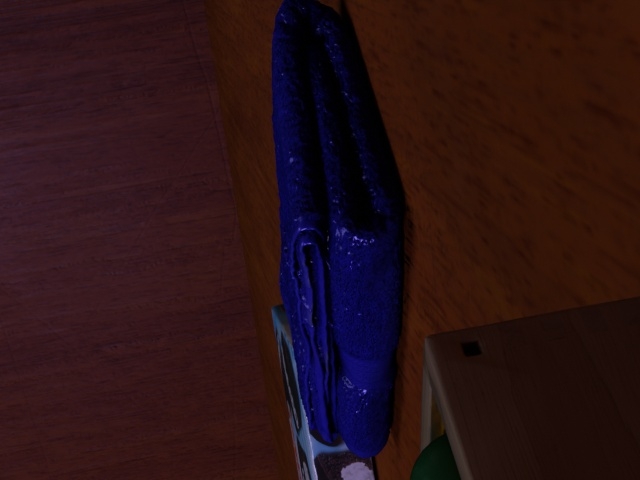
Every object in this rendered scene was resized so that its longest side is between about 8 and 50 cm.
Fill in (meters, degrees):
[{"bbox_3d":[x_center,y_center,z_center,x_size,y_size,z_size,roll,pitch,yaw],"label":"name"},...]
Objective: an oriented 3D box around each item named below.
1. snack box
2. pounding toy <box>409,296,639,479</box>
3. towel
[{"bbox_3d":[0.013,0.231,1.326,0.187,0.060,0.322,-132,32,-78],"label":"snack box"},{"bbox_3d":[0.089,0.158,0.435,0.181,0.094,0.206,87,171,-46],"label":"pounding toy"},{"bbox_3d":[0.000,0.000,1.033,0.308,0.076,0.228,89,168,-54],"label":"towel"}]
